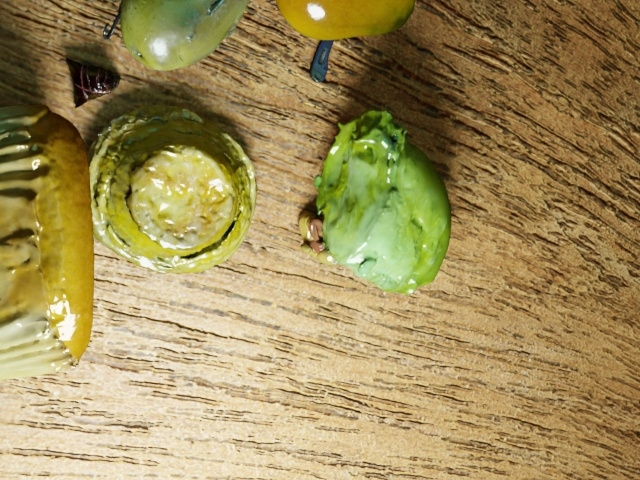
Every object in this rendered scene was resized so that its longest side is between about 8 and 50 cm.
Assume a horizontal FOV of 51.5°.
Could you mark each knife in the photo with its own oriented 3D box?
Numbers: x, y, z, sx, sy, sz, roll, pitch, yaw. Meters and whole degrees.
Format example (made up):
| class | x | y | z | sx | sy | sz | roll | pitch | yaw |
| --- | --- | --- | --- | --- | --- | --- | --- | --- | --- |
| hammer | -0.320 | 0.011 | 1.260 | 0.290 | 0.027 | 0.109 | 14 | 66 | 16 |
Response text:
| class | x | y | z | sx | sy | sz | roll | pitch | yaw |
| --- | --- | --- | --- | --- | --- | --- | --- | --- | --- |
| knife | 0.010 | -0.335 | 1.163 | 0.031 | 0.018 | 0.121 | 20 | 92 | -19 |

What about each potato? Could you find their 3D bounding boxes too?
| class | x | y | z | sx | sy | sz | roll | pitch | yaw |
| --- | --- | --- | --- | --- | --- | --- | --- | --- | --- |
| potato | -0.195 | -0.365 | 0.994 | 0.169 | 0.143 | 0.248 | 42 | 80 | -35 |

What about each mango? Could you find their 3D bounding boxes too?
| class | x | y | z | sx | sy | sz | roll | pitch | yaw |
| --- | --- | --- | --- | --- | --- | --- | --- | --- | --- |
| mango | 0.043 | -0.426 | 1.095 | 0.254 | 0.139 | 0.176 | -15 | 115 | -27 |

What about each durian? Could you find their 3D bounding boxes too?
| class | x | y | z | sx | sy | sz | roll | pitch | yaw |
| --- | --- | --- | --- | --- | --- | --- | --- | --- | --- |
| durian | 0.114 | -0.050 | 1.169 | 0.339 | 0.204 | 0.256 | 34 | 79 | -46 |

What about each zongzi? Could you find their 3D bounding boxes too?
| class | x | y | z | sx | sy | sz | roll | pitch | yaw |
| --- | --- | --- | --- | --- | --- | --- | --- | --- | --- |
| zongzi | -0.354 | -0.249 | 1.008 | 0.083 | 0.067 | 0.073 | -23 | 117 | 1 |

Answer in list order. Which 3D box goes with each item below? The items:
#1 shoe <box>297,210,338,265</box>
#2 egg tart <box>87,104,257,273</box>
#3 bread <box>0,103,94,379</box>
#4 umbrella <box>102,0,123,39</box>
| class | x | y | z | sx | sy | sz | roll | pitch | yaw |
| --- | --- | --- | --- | --- | --- | --- | --- | --- | --- |
| shoe | -0.003 | -0.001 | 1.203 | 0.072 | 0.069 | 0.109 | -17 | 102 | -13 |
| egg tart | -0.230 | -0.072 | 1.060 | 0.294 | 0.123 | 0.294 | -6 | 105 | -23 |
| bread | -0.414 | 0.007 | 0.935 | 0.183 | 0.236 | 0.389 | -6 | 103 | -21 |
| umbrella | -0.272 | -0.423 | 1.020 | 0.044 | 0.044 | 0.269 | 25 | 81 | 0 |
